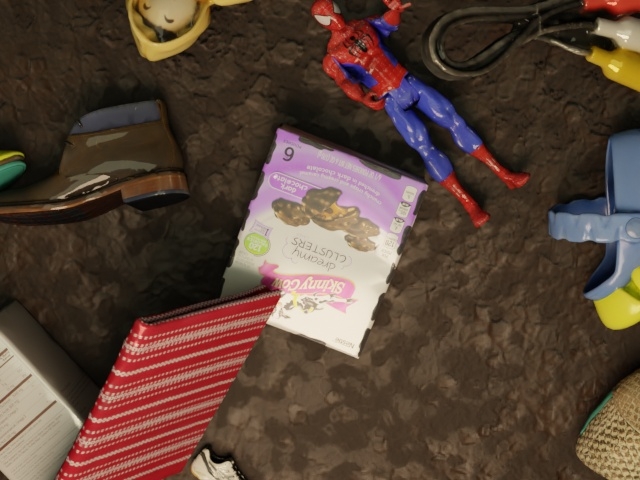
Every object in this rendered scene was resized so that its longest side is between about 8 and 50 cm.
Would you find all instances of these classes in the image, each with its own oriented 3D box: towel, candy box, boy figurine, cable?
[{"bbox_3d":[-0.162,0.161,1.131,0.031,0.199,0.275,43,120,23],"label":"towel"},{"bbox_3d":[0.000,0.000,1.189,0.164,0.070,0.196,20,100,-2],"label":"candy box"},{"bbox_3d":[-0.104,-0.303,1.101,0.177,0.092,0.285,36,95,-7],"label":"boy figurine"},{"bbox_3d":[0.234,-0.215,1.104,0.287,0.072,0.140,-2,94,-28],"label":"cable"}]

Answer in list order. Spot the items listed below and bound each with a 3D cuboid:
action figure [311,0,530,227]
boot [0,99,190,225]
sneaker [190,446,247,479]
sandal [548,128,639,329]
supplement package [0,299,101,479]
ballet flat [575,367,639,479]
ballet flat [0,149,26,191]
[{"bbox_3d":[0.094,-0.141,1.133,0.091,0.139,0.280,-45,93,-3],"label":"action figure"},{"bbox_3d":[-0.248,-0.078,1.192,0.219,0.082,0.106,-8,80,3],"label":"boot"},{"bbox_3d":[-0.100,0.256,1.252,0.083,0.032,0.037,30,99,-4],"label":"sneaker"},{"bbox_3d":[0.344,-0.068,1.148,0.138,0.126,0.317,35,97,0],"label":"sandal"},{"bbox_3d":[-0.310,0.168,1.206,0.105,0.105,0.179,-41,96,7],"label":"supplement package"},{"bbox_3d":[0.467,0.333,1.207,0.483,0.164,0.182,41,119,1],"label":"ballet flat"},{"bbox_3d":[-0.415,-0.042,1.195,0.231,0.077,0.077,-37,80,9],"label":"ballet flat"}]
